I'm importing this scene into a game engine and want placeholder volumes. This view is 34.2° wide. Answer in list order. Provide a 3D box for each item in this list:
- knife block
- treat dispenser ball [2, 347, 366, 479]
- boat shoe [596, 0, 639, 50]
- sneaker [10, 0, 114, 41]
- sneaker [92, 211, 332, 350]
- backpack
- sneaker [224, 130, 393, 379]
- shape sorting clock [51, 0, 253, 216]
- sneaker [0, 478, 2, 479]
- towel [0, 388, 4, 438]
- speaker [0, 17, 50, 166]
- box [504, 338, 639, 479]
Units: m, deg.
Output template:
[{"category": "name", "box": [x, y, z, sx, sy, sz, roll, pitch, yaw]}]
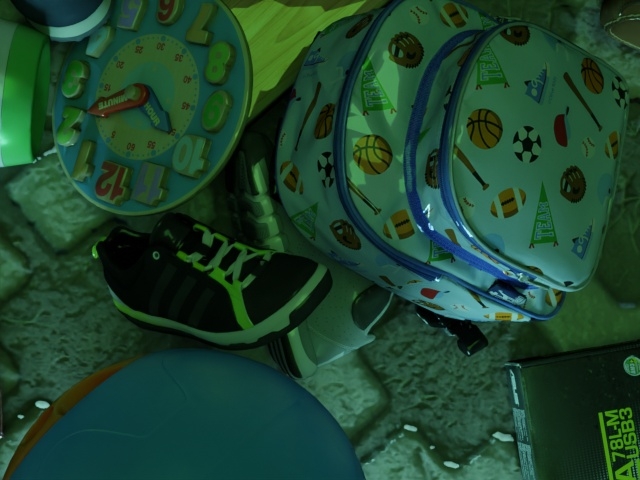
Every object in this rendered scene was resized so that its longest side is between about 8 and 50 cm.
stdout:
[{"category": "knife block", "box": [0.023, -0.220, 0.940, 0.242, 0.088, 0.275, 3, 86, -9]}, {"category": "treat dispenser ball", "box": [-0.102, 0.226, 0.790, 0.288, 0.288, 0.288, 1, 87, -10]}, {"category": "boat shoe", "box": [0.408, -0.175, 0.991, 0.307, 0.111, 0.104, 10, 84, -9]}, {"category": "sneaker", "box": [-0.255, -0.331, 0.863, 0.112, 0.131, 0.319, -24, 80, -3]}, {"category": "sneaker", "box": [-0.102, 0.026, 0.840, 0.084, 0.235, 0.097, -54, 129, -40]}, {"category": "backpack", "box": [0.103, -0.069, 0.845, 0.263, 0.213, 0.276, 19, 73, -25]}, {"category": "sneaker", "box": [0.000, 0.000, 0.922, 0.132, 0.086, 0.228, -19, 111, -19]}, {"category": "shape sorting clock", "box": [-0.148, -0.122, 0.880, 0.206, 0.040, 0.206, -2, 85, 29]}, {"category": "sneaker", "box": [-0.342, 0.213, 0.870, 0.152, 0.054, 0.061, -9, 85, -10]}, {"category": "towel", "box": [-0.443, 0.073, 0.870, 0.329, 0.037, 0.237, -7, 87, -10]}, {"category": "speaker", "box": [-0.379, -0.136, 0.848, 0.297, 0.131, 0.131, 7, 86, -9]}, {"category": "box", "box": [0.279, 0.193, 0.981, 0.184, 0.045, 0.190, -7, 87, -12]}]
